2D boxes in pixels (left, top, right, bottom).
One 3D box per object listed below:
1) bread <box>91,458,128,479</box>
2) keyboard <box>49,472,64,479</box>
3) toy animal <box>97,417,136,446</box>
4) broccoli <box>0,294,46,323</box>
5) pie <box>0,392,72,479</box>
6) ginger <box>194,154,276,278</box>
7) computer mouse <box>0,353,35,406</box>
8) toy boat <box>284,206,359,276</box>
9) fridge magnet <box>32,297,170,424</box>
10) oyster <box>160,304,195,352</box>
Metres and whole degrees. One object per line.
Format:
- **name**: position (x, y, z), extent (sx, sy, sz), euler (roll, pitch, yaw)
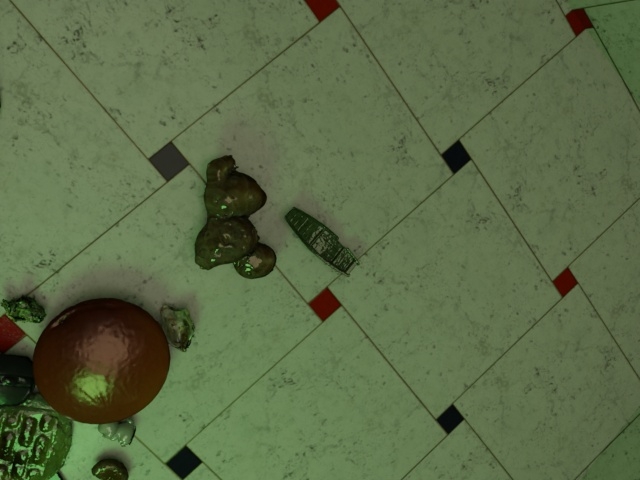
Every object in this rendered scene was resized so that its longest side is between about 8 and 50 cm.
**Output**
- **bread**: position (-0.623, 0.696, 1.778), extent (0.082, 0.060, 0.113), euler (-31, 108, -11)
- **keyboard**: position (-0.893, 0.783, 1.723), extent (0.317, 0.027, 0.106), euler (-26, 101, -13)
- **toy animal**: position (-0.612, 0.555, 1.754), extent (0.124, 0.071, 0.085), euler (26, 90, -19)
- **broccoli**: position (-0.812, 0.190, 1.628), extent (0.095, 0.092, 0.096), euler (-24, 87, -26)
- **pie**: position (-0.856, 0.575, 1.674), extent (0.307, 0.071, 0.306), euler (-1, 95, -14)
- **ginger**: position (-0.255, -0.061, 1.733), extent (0.256, 0.176, 0.374), euler (-10, 100, -34)
- **computer mouse**: position (-0.914, 0.370, 1.603), extent (0.270, 0.086, 0.137), euler (10, 79, -14)
- **toy boat**: position (0.000, 0.000, 1.876), extent (0.293, 0.055, 0.093), euler (42, 85, -19)
- **fridge magnet**: position (-0.611, 0.338, 1.676), extent (0.364, 0.155, 0.363), euler (-2, 97, -18)
- **oyster**: position (-0.426, 0.265, 1.781), extent (0.103, 0.051, 0.148), euler (1, 98, 0)
